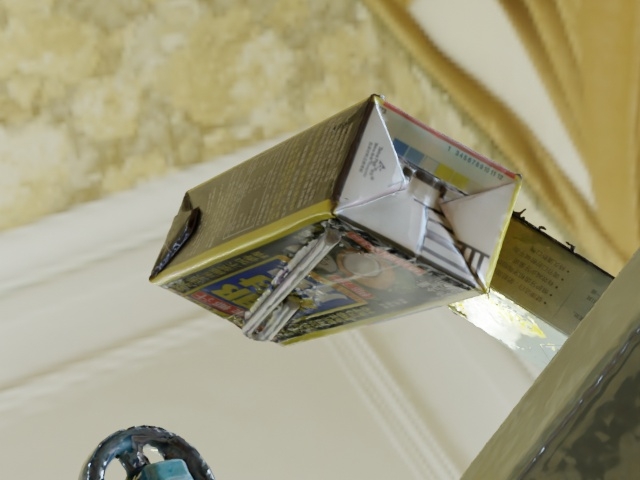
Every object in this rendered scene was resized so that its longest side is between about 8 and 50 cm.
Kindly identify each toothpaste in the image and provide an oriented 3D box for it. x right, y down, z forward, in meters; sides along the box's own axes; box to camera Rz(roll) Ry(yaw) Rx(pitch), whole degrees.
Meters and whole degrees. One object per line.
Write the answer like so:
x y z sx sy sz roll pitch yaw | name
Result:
0.234 0.089 1.326 0.313 0.089 0.071 33 -114 15 | toothpaste

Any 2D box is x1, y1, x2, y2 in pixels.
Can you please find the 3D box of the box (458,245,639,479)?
0.301 0.120 0.911 0.367 0.373 0.090 32 -162 -11 | box

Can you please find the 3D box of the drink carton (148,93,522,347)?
0.000 0.000 0.693 0.071 0.166 0.056 30 -113 -19 | drink carton

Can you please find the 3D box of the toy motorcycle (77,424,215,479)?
-0.098 0.227 0.892 0.206 0.154 0.260 46 -133 2 | toy motorcycle
